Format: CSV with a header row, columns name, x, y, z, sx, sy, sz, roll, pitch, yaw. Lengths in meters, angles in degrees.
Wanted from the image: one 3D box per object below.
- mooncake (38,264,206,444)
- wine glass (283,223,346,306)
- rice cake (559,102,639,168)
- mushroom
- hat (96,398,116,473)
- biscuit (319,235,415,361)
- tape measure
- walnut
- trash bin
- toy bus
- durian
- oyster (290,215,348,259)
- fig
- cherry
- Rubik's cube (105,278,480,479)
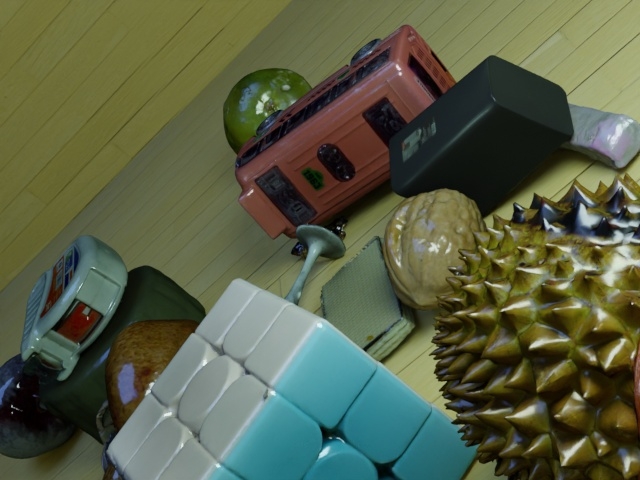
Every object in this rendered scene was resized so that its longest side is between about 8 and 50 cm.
name,x,y,z,sx,sy,sz,roll,pitch,yaw
mooncake,-0.388,0.233,1.903,0.356,0.194,0.356,-38,23,20
wine glass,-0.099,0.070,1.568,0.096,0.264,0.310,0,52,39
rice cake,0.343,-0.175,1.415,0.070,0.064,0.399,-57,25,1
mushroom,-0.236,0.281,1.397,0.259,0.346,0.345,-21,28,1
hat,-0.291,0.380,1.576,0.232,0.161,0.275,97,164,-51
biscuit,0.073,0.106,1.479,0.150,0.052,0.252,-46,23,17
tape measure,-0.472,0.123,1.823,0.246,0.125,0.243,-46,29,11
walnut,0.162,0.018,1.341,0.155,0.155,0.184,-26,36,41
trash bin,0.231,-0.144,1.363,0.225,0.165,0.115,-42,38,47
toy bus,0.042,-0.180,1.715,0.426,0.203,0.233,-33,19,27
durian,0.278,0.092,0.827,0.384,0.347,0.348,-26,33,35
oyster,-0.001,-0.001,1.780,0.132,0.029,0.086,-43,26,10
fig,-0.108,-0.252,2.181,0.314,0.233,0.233,86,-153,-58
cherry,-0.648,0.366,2.118,0.255,0.218,0.296,-61,16,-25
Rubik's cube,-0.042,0.260,1.167,0.292,0.290,0.291,-53,25,-11
